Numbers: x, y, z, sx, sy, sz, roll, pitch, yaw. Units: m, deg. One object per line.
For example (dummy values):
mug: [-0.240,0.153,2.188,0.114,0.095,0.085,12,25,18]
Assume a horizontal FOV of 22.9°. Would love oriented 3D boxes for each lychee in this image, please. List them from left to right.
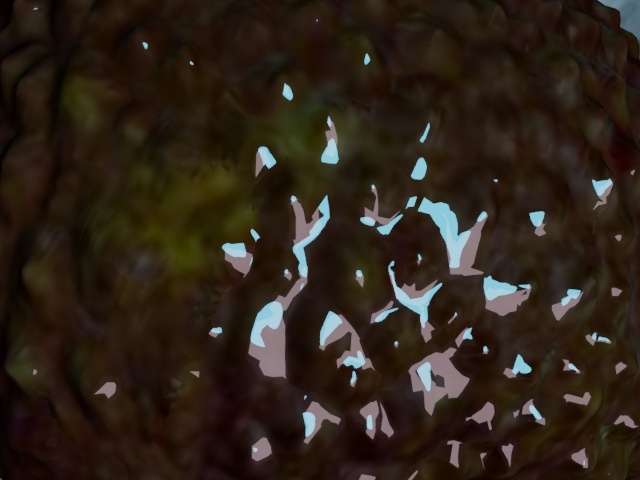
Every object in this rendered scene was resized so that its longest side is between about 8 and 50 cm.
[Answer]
lychee: [0.000,0.000,0.558,0.275,0.275,0.304,-7,86,-27]
